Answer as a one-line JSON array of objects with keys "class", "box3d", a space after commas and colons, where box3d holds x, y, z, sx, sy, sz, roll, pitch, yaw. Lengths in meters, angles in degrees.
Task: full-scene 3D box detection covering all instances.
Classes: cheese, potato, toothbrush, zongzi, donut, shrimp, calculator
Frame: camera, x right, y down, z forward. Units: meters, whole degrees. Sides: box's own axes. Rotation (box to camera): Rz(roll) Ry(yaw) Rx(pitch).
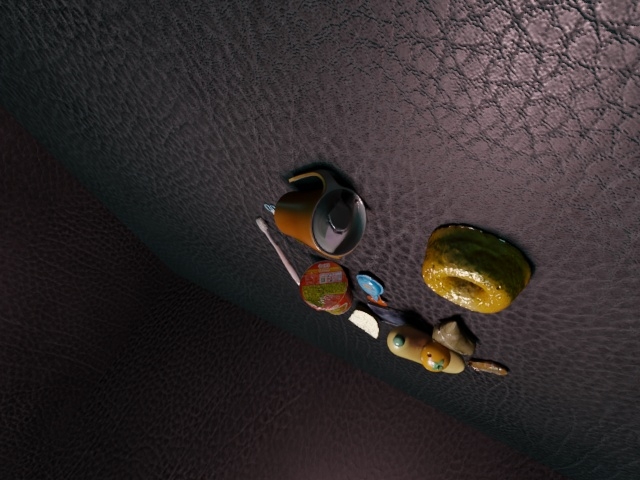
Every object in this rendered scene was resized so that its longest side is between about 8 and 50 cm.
[{"class": "cheese", "box3d": [0.194, 0.184, 1.821, 0.106, 0.037, 0.256, 22, 160, 26]}, {"class": "potato", "box3d": [0.207, 0.329, 2.101, 0.149, 0.081, 0.120, 35, -160, 2]}, {"class": "toothbrush", "box3d": [-0.150, 0.043, 1.841, 0.307, 0.025, 0.029, 58, 147, -7]}, {"class": "zongzi", "box3d": [0.499, 0.338, 1.693, 0.188, 0.081, 0.178, 27, 155, -2]}, {"class": "donut", "box3d": [0.372, 0.084, 1.219, 0.277, 0.109, 0.278, 27, 160, 11]}, {"class": "shrimp", "box3d": [0.639, 0.492, 1.902, 0.091, 0.043, 0.184, 40, 158, -32]}, {"class": "calculator", "box3d": [0.320, 0.317, 1.976, 0.261, 0.021, 0.161, 12, 153, 41]}]

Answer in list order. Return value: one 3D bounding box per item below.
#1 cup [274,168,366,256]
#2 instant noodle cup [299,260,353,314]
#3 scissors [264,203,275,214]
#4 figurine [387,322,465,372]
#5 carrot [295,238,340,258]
[{"class": "cup", "box3d": [-0.015, -0.083, 1.336, 0.264, 0.182, 0.226, 14, 122, 54]}, {"class": "instant noodle cup", "box3d": [0.041, 0.202, 1.895, 0.193, 0.193, 0.212, 21, 165, 26]}, {"class": "scissors", "box3d": [-0.149, -0.085, 1.699, 0.058, 0.014, 0.119, 11, 149, 46]}, {"class": "figurine", "box3d": [0.399, 0.412, 1.828, 0.324, 0.124, 0.222, 25, 176, -7]}, {"class": "carrot", "box3d": [0.000, 0.000, 1.594, 0.173, 0.082, 0.082, 24, 159, 21]}]
